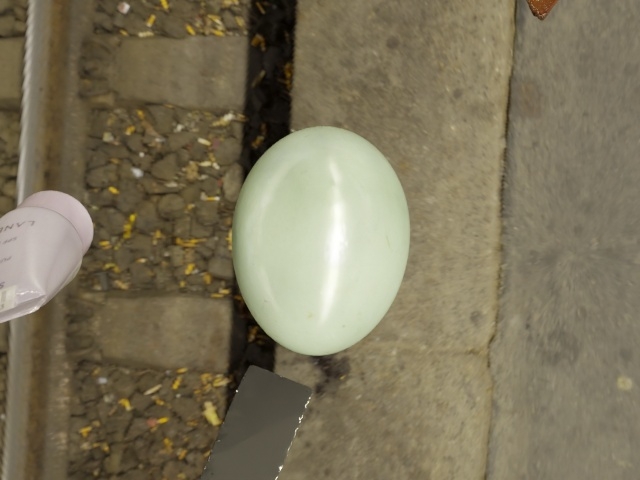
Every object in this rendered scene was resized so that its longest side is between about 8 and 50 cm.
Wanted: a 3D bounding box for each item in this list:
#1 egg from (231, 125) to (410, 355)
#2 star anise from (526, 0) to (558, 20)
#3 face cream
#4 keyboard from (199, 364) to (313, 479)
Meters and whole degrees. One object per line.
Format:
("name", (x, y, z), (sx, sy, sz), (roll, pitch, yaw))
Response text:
("egg", (0.000, 0.000, 0.782), (0.150, 0.149, 0.192), (2, 89, 15))
("star anise", (0.096, -0.220, 0.501), (0.144, 0.140, 0.158), (30, 81, 20))
("face cream", (-0.306, 0.035, 0.926), (0.154, 0.274, 0.096), (-17, 110, 8))
("keyboard", (-0.076, 0.224, 0.917), (0.074, 0.015, 0.196), (20, 73, 9))
